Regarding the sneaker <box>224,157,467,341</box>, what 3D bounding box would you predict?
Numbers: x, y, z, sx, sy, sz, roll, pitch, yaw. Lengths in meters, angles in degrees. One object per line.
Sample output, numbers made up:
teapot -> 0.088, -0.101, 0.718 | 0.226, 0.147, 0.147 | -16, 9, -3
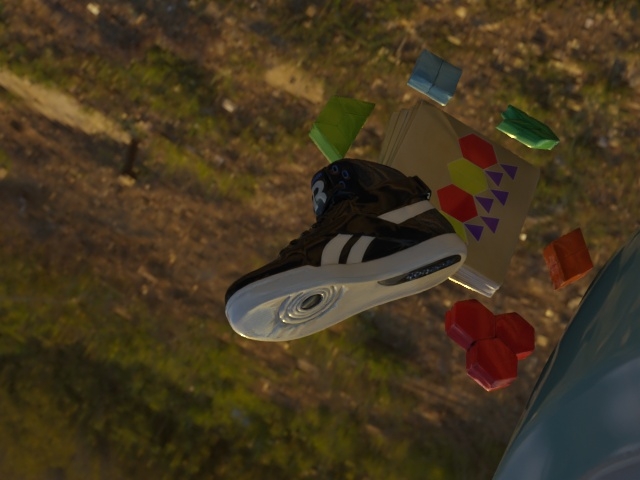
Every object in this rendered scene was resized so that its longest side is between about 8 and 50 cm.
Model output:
sneaker -> 0.000, 0.000, 0.947 | 0.121, 0.217, 0.079 | 58, 143, 27

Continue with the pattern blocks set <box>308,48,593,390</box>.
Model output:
pattern blocks set -> 0.118, -0.038, 1.091 | 0.285, 0.325, 0.026 | 37, 137, 2

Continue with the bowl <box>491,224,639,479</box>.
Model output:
bowl -> 0.170, 0.122, 0.372 | 0.311, 0.163, 0.311 | 9, 104, 38
